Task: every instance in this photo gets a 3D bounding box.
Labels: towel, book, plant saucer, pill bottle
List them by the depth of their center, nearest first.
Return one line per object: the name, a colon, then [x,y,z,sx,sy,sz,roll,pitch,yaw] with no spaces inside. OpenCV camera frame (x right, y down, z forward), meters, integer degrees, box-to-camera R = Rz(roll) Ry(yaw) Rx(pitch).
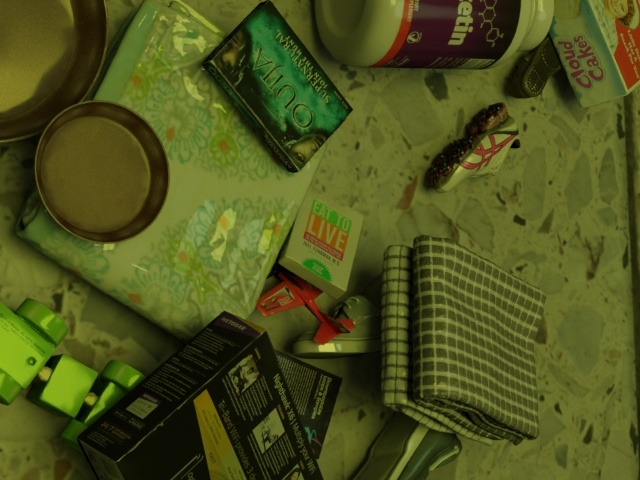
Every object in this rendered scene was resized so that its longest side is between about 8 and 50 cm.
plant saucer: [-0.257,-0.078,1.569,0.168,0.029,0.168,5,81,-31]
plant saucer: [-0.402,-0.264,1.579,0.311,0.050,0.310,4,83,-32]
towel: [-0.168,-0.085,1.697,0.321,0.090,0.374,34,69,-25]
book: [0.000,0.000,1.795,0.096,0.035,0.144,32,42,-18]
towel: [0.200,0.142,1.825,0.284,0.121,0.235,26,55,-45]
pill bottle: [0.165,-0.330,1.877,0.323,0.181,0.181,-4,88,-33]

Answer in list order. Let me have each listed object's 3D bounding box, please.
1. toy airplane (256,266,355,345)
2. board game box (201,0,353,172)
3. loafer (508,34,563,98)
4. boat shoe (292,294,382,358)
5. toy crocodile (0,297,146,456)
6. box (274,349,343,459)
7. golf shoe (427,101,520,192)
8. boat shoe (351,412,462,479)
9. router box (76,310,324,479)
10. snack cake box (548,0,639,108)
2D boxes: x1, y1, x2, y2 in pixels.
toy airplane: [-0.012,0.083,1.772,0.151,0.028,0.151,8,41,-7]
board game box: [-0.052,-0.195,1.718,0.186,0.026,0.126,50,61,-21]
loafer: [0.326,-0.265,2.057,0.056,0.050,0.148,59,44,-18]
boat shoe: [0.052,0.115,1.835,0.228,0.079,0.081,-4,82,-39]
toy crocodile: [-0.312,0.166,1.584,0.340,0.105,0.115,39,67,-19]
box: [-0.055,0.210,1.780,0.162,0.029,0.116,26,73,-27]
golf shoe: [0.232,-0.120,1.970,0.186,0.067,0.086,-44,110,-28]
boat shoe: [0.089,0.356,1.810,0.099,0.116,0.319,48,58,-16]
router box: [-0.130,0.278,1.628,0.243,0.081,0.308,-40,131,-29]
snack cake box: [0.420,-0.357,2.081,0.152,0.089,0.264,-38,106,-47]
